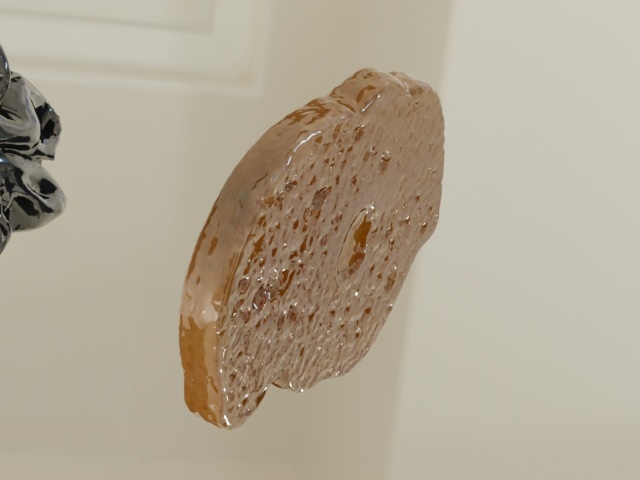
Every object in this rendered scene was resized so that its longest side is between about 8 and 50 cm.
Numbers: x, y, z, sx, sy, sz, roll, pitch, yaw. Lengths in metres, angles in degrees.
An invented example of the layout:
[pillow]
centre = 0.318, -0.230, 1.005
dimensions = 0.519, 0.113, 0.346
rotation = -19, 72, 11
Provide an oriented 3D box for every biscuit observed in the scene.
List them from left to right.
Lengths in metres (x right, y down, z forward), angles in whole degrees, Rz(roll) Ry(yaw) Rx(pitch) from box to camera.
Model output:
[biscuit]
centre = 0.000, 0.000, 0.536
dimensions = 0.019, 0.102, 0.130
rotation = 24, -152, 25

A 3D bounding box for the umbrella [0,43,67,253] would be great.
[umbrella]
centre = -0.184, -0.075, 0.518
dimensions = 0.122, 0.110, 0.272
rotation = 0, -147, -47
